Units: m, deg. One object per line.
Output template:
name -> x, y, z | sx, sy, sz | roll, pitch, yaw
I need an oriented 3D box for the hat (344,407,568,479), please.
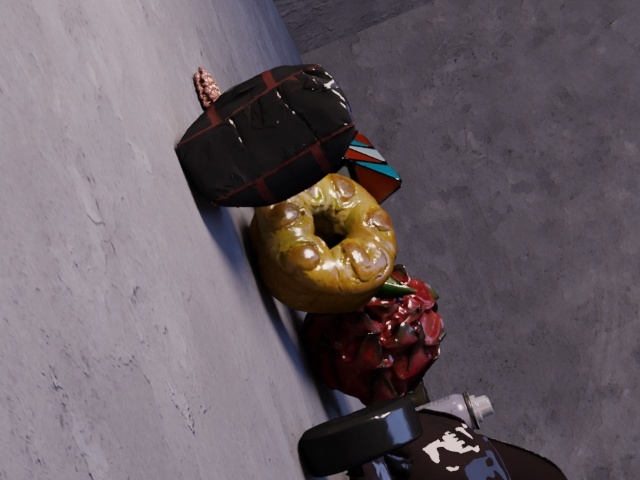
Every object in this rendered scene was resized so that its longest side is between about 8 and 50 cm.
hat -> 0.168, 0.380, 1.564 | 0.209, 0.336, 0.238 | -44, 146, -51

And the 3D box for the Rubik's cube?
Rubik's cube -> -0.031, -0.148, 1.792 | 0.234, 0.284, 0.250 | 33, 45, -18

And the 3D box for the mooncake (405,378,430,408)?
mooncake -> 0.151, 0.289, 2.309 | 0.228, 0.124, 0.228 | -21, 90, -86

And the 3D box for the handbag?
handbag -> -0.062, -0.127, 1.442 | 0.155, 0.215, 0.169 | 61, 2, 5

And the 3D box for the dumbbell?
dumbbell -> 0.079, 0.316, 1.414 | 0.152, 0.153, 0.218 | 13, 56, -83

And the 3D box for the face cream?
face cream -> 0.179, 0.315, 1.939 | 0.075, 0.229, 0.075 | -21, 90, -83

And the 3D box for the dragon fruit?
dragon fruit -> 0.084, 0.173, 1.782 | 0.233, 0.234, 0.293 | -99, -179, -64

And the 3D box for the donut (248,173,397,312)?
donut -> 0.002, 0.001, 1.628 | 0.113, 0.227, 0.226 | 119, -35, -42

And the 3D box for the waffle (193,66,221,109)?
waffle -> -0.164, -0.218, 1.708 | 0.075, 0.029, 0.083 | 62, 7, -53
